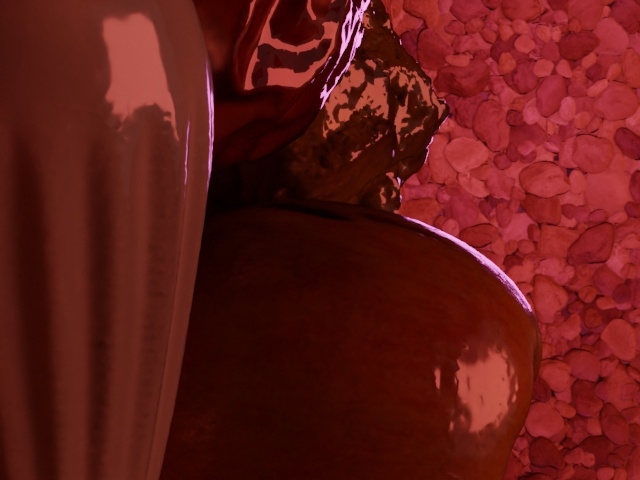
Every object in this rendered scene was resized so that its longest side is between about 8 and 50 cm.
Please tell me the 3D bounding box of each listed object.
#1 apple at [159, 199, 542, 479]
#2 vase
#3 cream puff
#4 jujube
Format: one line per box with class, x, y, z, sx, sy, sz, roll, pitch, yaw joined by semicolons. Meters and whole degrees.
apple;0.011;0.103;0.737;0.264;0.264;0.265;-4;90;-82
vase;-0.101;0.019;0.446;0.128;0.128;0.248;-73;166;-67
cream puff;-0.021;-0.086;0.897;0.244;0.196;0.244;-41;142;-42
jujube;-0.061;-0.117;0.607;0.250;0.174;0.174;-55;141;-70
